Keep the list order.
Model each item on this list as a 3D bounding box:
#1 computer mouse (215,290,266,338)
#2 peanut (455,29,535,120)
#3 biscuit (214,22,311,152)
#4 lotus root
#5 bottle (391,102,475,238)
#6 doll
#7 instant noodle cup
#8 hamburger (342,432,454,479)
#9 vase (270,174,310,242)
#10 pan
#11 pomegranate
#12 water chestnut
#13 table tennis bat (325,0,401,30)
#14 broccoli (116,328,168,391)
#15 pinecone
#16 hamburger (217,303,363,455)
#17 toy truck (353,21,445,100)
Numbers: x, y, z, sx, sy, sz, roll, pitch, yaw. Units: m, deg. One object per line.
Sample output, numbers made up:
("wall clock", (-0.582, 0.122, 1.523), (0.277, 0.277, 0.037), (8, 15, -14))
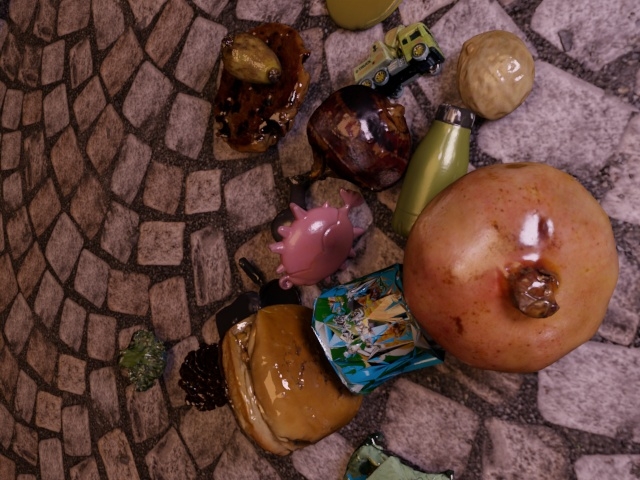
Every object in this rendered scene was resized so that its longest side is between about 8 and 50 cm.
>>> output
("computer mouse", (-0.188, 0.198, 1.185), (0.217, 0.073, 0.122), (-37, 60, 41))
("peanut", (0.317, -0.309, 0.881), (0.140, 0.109, 0.159), (-40, 69, 25))
("biscuit", (-0.145, -0.381, 1.210), (0.289, 0.081, 0.334), (24, 97, 33))
("lotus root", (-0.151, -0.416, 1.123), (0.190, 0.094, 0.108), (37, 105, 21))
("bottle", (0.223, -0.128, 0.917), (0.112, 0.112, 0.260), (26, 110, 32))
("doll", (0.000, 0.000, 1.025), (0.262, 0.211, 0.093), (-58, 36, 3))
("instant noodle cup", (0.121, 0.162, 0.932), (0.178, 0.240, 0.240), (-30, 72, 21))
("hamburger", (0.131, 0.550, 0.940), (0.275, 0.150, 0.261), (14, 94, 34))
("vase", (-0.054, -0.068, 1.122), (0.120, 0.120, 0.183), (-11, 67, 33))
("pan", (-0.131, 0.128, 1.204), (0.235, 0.028, 0.136), (48, 112, 22))
("pomegranate", (0.290, 0.043, 0.749), (0.338, 0.338, 0.339), (-2, 87, 33))
("water chestnut", (0.072, -0.196, 0.977), (0.238, 0.223, 0.224), (-49, 64, 20))
("table tennis bat", (0.158, -0.610, 1.040), (0.368, 0.054, 0.224), (-20, 76, 36))
("broccoli", (-0.524, 0.344, 1.378), (0.154, 0.160, 0.167), (13, 77, 34))
("pinecone", (-0.289, 0.362, 1.229), (0.163, 0.162, 0.165), (48, 128, 26))
("hamburger", (-0.055, 0.271, 0.982), (0.174, 0.304, 0.284), (-38, 68, 24))
("toy truck", (0.156, -0.379, 1.008), (0.191, 0.085, 0.116), (-26, 69, 32))
